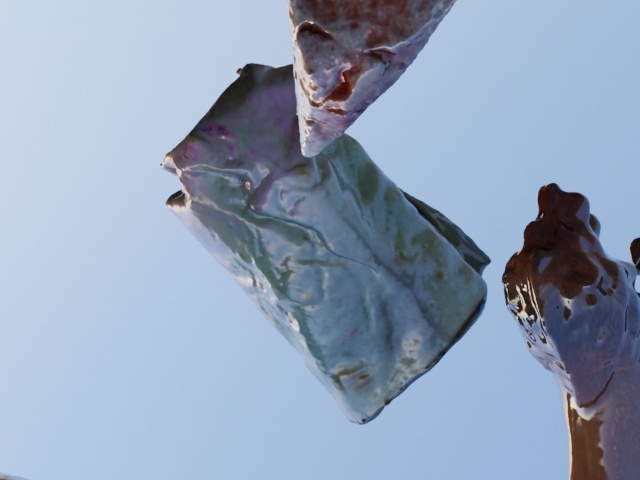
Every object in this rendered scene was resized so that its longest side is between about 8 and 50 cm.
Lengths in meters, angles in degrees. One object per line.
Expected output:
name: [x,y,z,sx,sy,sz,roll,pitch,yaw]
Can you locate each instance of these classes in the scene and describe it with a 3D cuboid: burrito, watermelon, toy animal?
burrito: [0.000,0.000,1.207,0.144,0.229,0.089,-43,-162,4]
watermelon: [0.028,-0.114,0.773,0.180,0.081,0.094,-55,-134,27]
toy animal: [0.170,0.110,1.129,0.097,0.312,0.157,-1,-166,31]

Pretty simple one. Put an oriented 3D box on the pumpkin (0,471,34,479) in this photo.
pumpkin: [-0.190,0.212,1.207,0.290,0.258,0.095,-12,-125,44]
